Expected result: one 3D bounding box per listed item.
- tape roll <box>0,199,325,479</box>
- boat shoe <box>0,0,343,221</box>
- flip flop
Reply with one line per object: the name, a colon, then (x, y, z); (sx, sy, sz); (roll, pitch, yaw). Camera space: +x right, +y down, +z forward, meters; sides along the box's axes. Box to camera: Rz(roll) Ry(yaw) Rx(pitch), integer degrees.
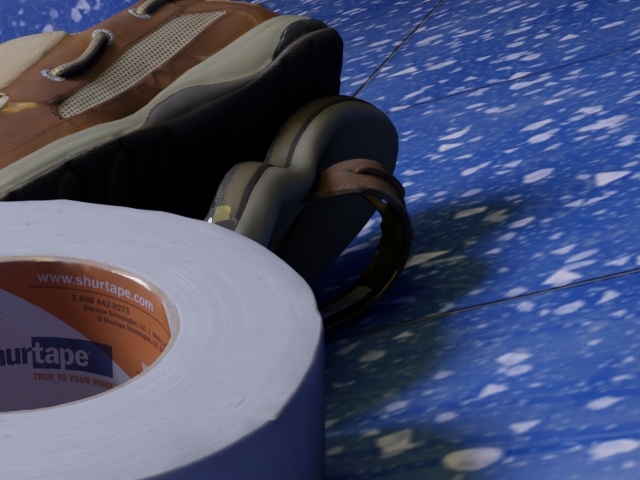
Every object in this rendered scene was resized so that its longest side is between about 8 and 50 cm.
tape roll: (-0.107, 0.062, 0.658); (0.219, 0.072, 0.219); (0, 27, 0)
boat shoe: (-0.118, -0.038, 0.888); (0.120, 0.122, 0.324); (29, 35, 22)
flip flop: (0.000, 0.000, 0.876); (0.080, 0.112, 0.277); (20, 13, 8)
